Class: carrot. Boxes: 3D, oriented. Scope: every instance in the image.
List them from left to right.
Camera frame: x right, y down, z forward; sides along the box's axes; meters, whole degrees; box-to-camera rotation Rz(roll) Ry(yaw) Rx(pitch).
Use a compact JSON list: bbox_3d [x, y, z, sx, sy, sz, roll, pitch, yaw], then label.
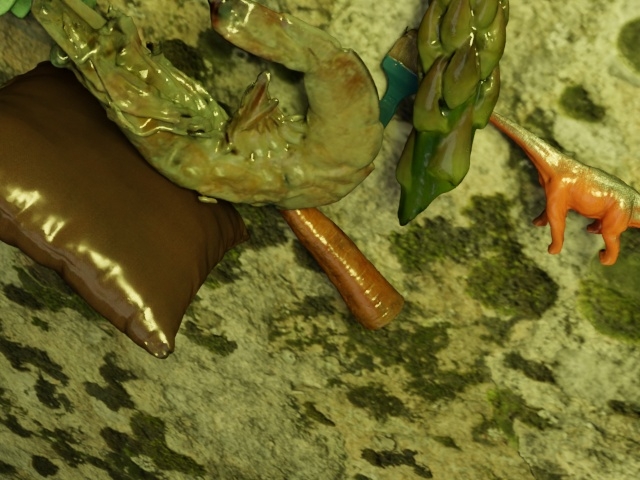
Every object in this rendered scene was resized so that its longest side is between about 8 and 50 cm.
[{"bbox_3d":[0.000,0.000,1.018,0.224,0.057,0.057,49,137,-12],"label":"carrot"}]

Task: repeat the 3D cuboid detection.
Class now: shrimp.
[{"bbox_3d":[-0.093,-0.137,0.851,0.360,0.085,0.247,32,137,-31],"label":"shrimp"}]

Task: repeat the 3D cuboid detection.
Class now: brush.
[{"bbox_3d":[0.064,-0.128,0.878,0.051,0.014,0.164,35,140,1],"label":"brush"}]

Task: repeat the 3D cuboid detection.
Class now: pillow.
[{"bbox_3d":[-0.220,-0.049,0.939,0.305,0.308,0.108,39,113,-6],"label":"pillow"}]

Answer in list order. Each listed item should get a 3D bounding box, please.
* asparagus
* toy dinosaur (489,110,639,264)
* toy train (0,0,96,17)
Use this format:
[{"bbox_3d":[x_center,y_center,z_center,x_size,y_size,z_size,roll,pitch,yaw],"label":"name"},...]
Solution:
[{"bbox_3d":[0.113,-0.132,0.788,0.080,0.080,0.287,17,127,19],"label":"asparagus"},{"bbox_3d":[0.216,-0.042,0.836,0.280,0.055,0.101,23,129,15],"label":"toy dinosaur"},{"bbox_3d":[-0.306,-0.369,0.788,0.253,0.160,0.397,-30,110,39],"label":"toy train"}]
